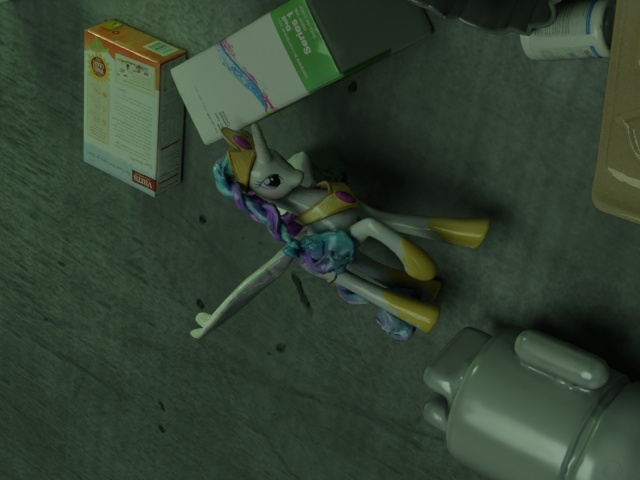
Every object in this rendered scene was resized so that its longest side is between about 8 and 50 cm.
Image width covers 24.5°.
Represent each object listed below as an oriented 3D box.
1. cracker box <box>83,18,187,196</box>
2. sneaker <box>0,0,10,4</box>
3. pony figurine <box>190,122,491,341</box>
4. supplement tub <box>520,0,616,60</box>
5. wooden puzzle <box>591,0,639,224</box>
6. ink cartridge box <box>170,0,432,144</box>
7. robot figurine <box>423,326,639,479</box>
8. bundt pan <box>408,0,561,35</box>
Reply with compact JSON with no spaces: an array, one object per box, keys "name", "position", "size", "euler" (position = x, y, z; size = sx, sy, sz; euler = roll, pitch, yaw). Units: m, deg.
[{"name":"cracker box","position":[-0.285,-0.201,2.250],"size":[0.156,0.067,0.232],"euler":[27,128,27]},{"name":"sneaker","position":[-0.507,-0.506,2.245],"size":[0.169,0.108,0.292],"euler":[-6,120,40]},{"name":"pony figurine","position":[0.000,0.000,1.985],"size":[0.363,0.302,0.351],"euler":[25,148,-4]},{"name":"supplement tub","position":[0.296,-0.247,1.731],"size":[0.107,0.071,0.071],"euler":[4,116,39]},{"name":"wooden puzzle","position":[0.474,-0.158,1.634],"size":[0.322,0.080,0.347],"euler":[21,121,30]},{"name":"ink cartridge box","position":[-0.029,-0.244,1.913],"size":[0.278,0.201,0.117],"euler":[-21,97,45]},{"name":"robot figurine","position":[0.305,0.241,1.909],"size":[0.353,0.200,0.300],"euler":[26,143,27]},{"name":"bundt pan","position":[0.151,-0.377,1.662],"size":[0.331,0.124,0.331],"euler":[30,167,7]}]
